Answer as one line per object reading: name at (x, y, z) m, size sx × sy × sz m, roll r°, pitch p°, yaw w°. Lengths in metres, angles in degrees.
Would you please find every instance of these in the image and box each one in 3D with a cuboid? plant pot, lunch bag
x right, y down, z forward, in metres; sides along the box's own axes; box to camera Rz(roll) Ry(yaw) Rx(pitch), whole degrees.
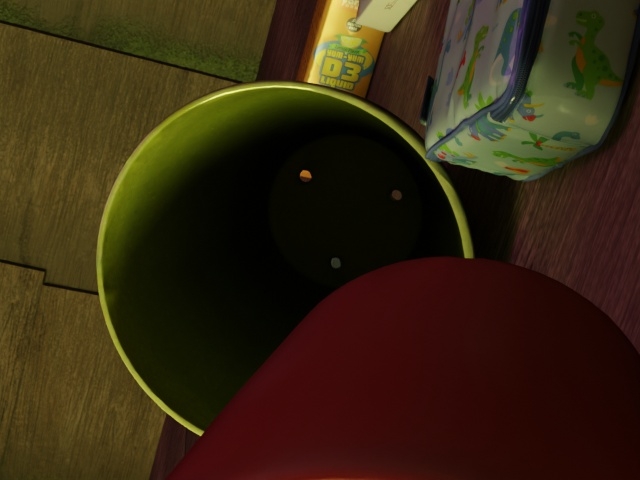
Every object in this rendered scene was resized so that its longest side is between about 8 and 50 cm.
plant pot at (0.000, 0.000, 1.511) m, size 0.293 × 0.274 × 0.275 m, roll -41°, pitch -34°, yaw -76°
plant pot at (0.050, 0.145, 0.850) m, size 0.243 × 0.275 × 0.275 m, roll -69°, pitch -3°, yaw -60°
lunch bag at (0.137, -0.137, 1.239) m, size 0.219 × 0.090 × 0.176 m, roll 149°, pitch 136°, yaw -78°

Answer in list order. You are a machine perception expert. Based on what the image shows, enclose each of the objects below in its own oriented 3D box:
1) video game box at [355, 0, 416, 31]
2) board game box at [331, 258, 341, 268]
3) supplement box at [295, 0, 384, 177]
video game box at (0.090, -0.332, 2.024) m, size 0.205 × 0.048 × 0.187 m, roll 140°, pitch 140°, yaw -77°
board game box at (0.004, 0.113, 1.930) m, size 0.165 × 0.042 × 0.243 m, roll 115°, pitch 166°, yaw -57°
supplement box at (0.015, -0.187, 2.210) m, size 0.080 × 0.078 × 0.233 m, roll -96°, pitch 20°, yaw -66°
